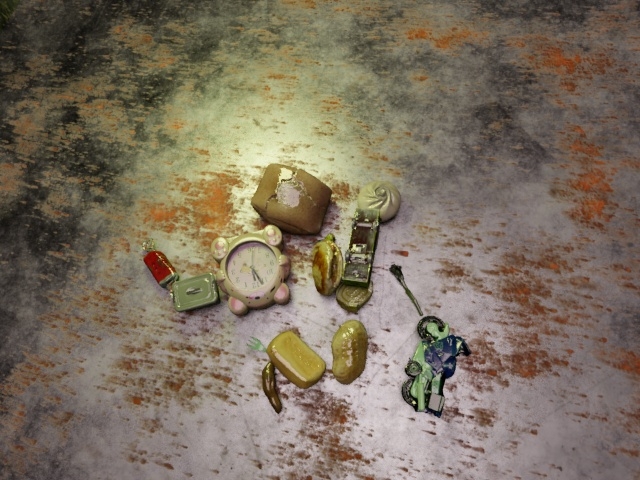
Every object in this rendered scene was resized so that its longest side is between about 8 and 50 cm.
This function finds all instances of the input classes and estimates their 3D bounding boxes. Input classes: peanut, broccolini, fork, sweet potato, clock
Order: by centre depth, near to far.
[{"bbox_3d":[0.100,0.386,1.462,0.129,0.129,0.224,1,68,6],"label":"peanut"},{"bbox_3d":[-0.177,0.523,1.484,0.053,0.054,0.181,-17,72,9],"label":"sweet potato"},{"bbox_3d":[-0.171,0.421,1.534,0.235,0.021,0.039,27,79,15],"label":"fork"},{"bbox_3d":[0.320,0.184,1.563,0.042,0.044,0.218,-20,75,-17],"label":"broccolini"},{"bbox_3d":[-0.255,0.114,1.595,0.284,0.114,0.309,-14,70,-6],"label":"clock"}]

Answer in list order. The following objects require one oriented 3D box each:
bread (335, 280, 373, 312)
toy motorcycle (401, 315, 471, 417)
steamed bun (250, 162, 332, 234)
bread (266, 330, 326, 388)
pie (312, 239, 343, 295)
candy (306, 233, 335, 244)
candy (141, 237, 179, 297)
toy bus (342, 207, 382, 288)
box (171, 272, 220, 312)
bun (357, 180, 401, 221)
[{"bbox_3d":[0.130,0.191,1.558,0.156,0.064,0.117,-42,67,-16],"label":"bread"},{"bbox_3d":[0.395,0.427,1.425,0.197,0.125,0.330,16,69,12],"label":"toy motorcycle"},{"bbox_3d":[-0.116,-0.171,1.640,0.302,0.199,0.251,22,75,12],"label":"steamed bun"},{"bbox_3d":[-0.090,0.425,1.476,0.217,0.098,0.147,44,45,17],"label":"bread"},{"bbox_3d":[0.015,0.101,1.542,0.084,0.179,0.205,6,74,-25],"label":"pie"},{"bbox_3d":[0.000,0.000,1.661,0.123,0.035,0.035,-12,67,10],"label":"candy"},{"bbox_3d":[-0.636,0.109,1.672,0.086,0.059,0.292,-39,71,-7],"label":"candy"},{"bbox_3d":[0.154,0.033,1.546,0.113,0.139,0.301,6,61,15],"label":"toy bus"},{"bbox_3d":[-0.468,0.206,1.602,0.172,0.093,0.123,-15,70,0],"label":"box"},{"bbox_3d":[0.231,-0.162,1.645,0.173,0.120,0.172,-2,68,5],"label":"bun"}]
